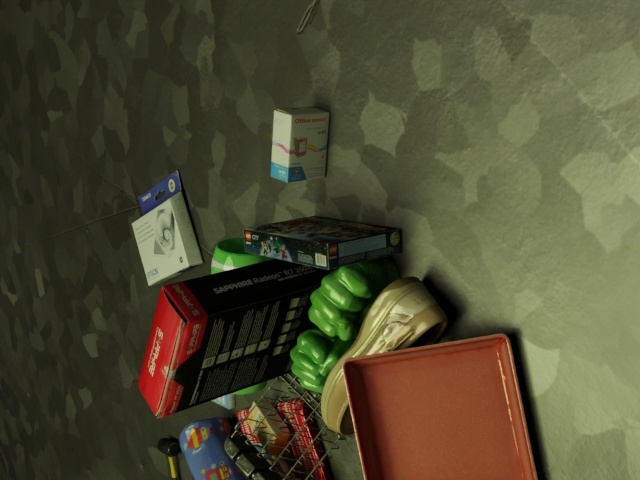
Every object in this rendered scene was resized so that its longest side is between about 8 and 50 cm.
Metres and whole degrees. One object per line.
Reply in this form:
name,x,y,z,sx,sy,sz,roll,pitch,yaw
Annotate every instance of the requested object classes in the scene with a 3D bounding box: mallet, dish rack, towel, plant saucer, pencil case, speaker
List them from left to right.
mallet,-0.378,0.591,2.209,0.062,0.039,0.190,15,114,48
pencil case,-0.207,0.529,1.869,0.133,0.119,0.306,74,171,-56
speaker,-0.156,0.151,1.737,0.131,0.131,0.297,23,117,47
towel,-0.080,0.434,1.792,0.275,0.031,0.199,-24,80,52
dish rack,-0.048,0.361,1.648,0.208,0.074,0.272,40,96,31
plant saucer,0.182,0.283,1.316,0.258,0.047,0.259,-11,91,15

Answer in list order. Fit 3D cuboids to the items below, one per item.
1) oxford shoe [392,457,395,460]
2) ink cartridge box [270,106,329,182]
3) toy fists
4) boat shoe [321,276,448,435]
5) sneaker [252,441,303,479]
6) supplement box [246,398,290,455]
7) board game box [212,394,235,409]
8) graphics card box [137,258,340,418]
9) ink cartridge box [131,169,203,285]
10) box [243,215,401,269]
oxford shoe,0.178,0.346,1.389,0.227,0.083,0.096,44,103,8
ink cartridge box,-0.036,-0.170,1.528,0.052,0.088,0.123,24,117,47
toy fists,0.036,0.149,1.478,0.096,0.142,0.279,48,134,33
boat shoe,0.101,0.219,1.432,0.110,0.121,0.341,49,132,33
sneaker,-0.102,0.478,1.739,0.211,0.081,0.080,31,124,45
supplement box,-0.106,0.377,1.759,0.098,0.036,0.062,50,133,37
board game box,-0.227,0.324,1.956,0.090,0.020,0.090,10,107,49
graphics card box,-0.117,0.148,1.487,0.094,0.370,0.233,47,134,33
ink cartridge box,-0.368,-0.025,2.022,0.223,0.045,0.224,-25,80,52
box,0.000,0.000,1.470,0.233,0.159,0.044,10,107,50
